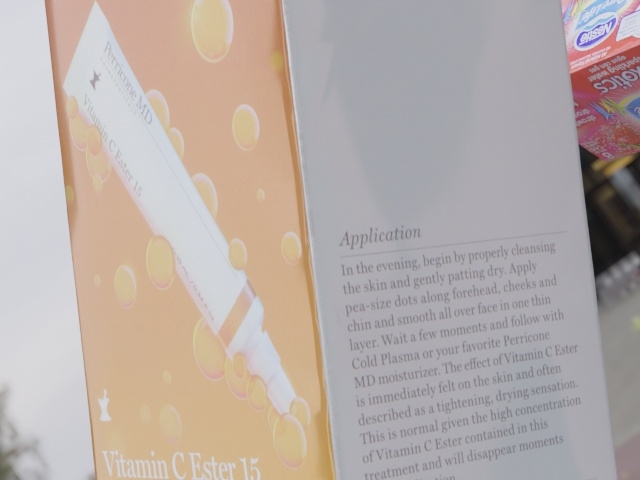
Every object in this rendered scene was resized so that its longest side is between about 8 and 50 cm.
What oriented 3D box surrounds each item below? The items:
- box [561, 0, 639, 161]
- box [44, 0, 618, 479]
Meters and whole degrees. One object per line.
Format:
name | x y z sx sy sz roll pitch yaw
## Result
box | 0.294 -0.172 1.586 0.257 0.122 0.128 -21 44 56
box | 0.000 0.000 0.927 0.168 0.345 0.215 -6 -1 -36
